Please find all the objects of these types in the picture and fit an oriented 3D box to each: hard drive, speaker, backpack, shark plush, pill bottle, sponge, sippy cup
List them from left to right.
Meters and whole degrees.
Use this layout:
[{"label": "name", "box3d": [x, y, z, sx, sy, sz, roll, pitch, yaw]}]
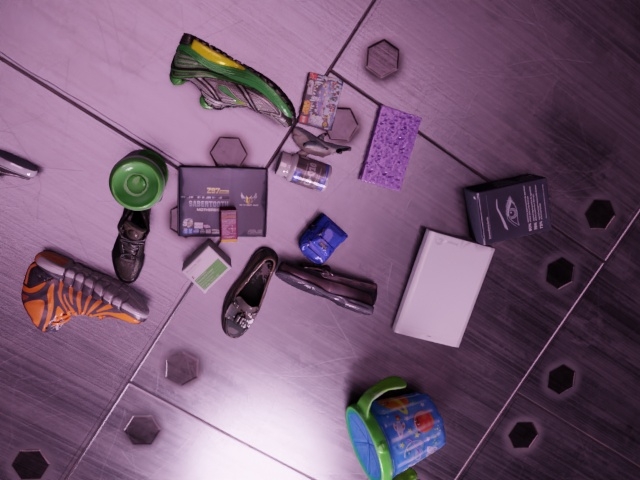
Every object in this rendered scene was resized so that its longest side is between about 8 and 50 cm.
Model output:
[{"label": "speaker", "box3d": [-0.428, -0.148, 1.717, 0.131, 0.296, 0.131, -2, 101, -10]}, {"label": "pill bottle", "box3d": [-0.046, -0.182, 1.893, 0.137, 0.078, 0.078, 17, 97, -13]}, {"label": "backpack", "box3d": [0.000, 0.000, 1.926, 0.098, 0.101, 0.120, 43, 93, -8]}, {"label": "shark plush", "box3d": [0.006, -0.260, 1.902, 0.161, 0.073, 0.067, 4, 70, -6]}, {"label": "sponge", "box3d": [0.188, -0.248, 1.947, 0.117, 0.031, 0.210, 14, 97, -13]}, {"label": "sippy cup", "box3d": [0.218, 0.536, 2.017, 0.224, 0.305, 0.240, -16, 59, -17]}, {"label": "hard drive", "box3d": [0.346, 0.136, 2.034, 0.203, 0.040, 0.307, 15, 103, -13]}]

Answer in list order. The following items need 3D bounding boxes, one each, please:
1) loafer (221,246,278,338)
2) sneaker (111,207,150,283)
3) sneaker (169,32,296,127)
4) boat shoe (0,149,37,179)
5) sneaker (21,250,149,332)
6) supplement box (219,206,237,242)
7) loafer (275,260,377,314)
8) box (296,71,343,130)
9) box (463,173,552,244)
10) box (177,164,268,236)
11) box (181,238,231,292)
[{"label": "loafer", "box3d": [-0.192, 0.145, 1.926, 0.096, 0.084, 0.267, 24, 96, -14]}, {"label": "sneaker", "box3d": [-0.483, 0.008, 1.827, 0.087, 0.130, 0.227, 13, 100, -11]}, {"label": "sneaker", "box3d": [-0.216, -0.376, 1.813, 0.344, 0.134, 0.146, 29, 101, -5]}, {"label": "boat shoe", "box3d": [-0.812, -0.185, 1.757, 0.229, 0.080, 0.076, 20, 103, -12]}, {"label": "sneaker", "box3d": [-0.611, 0.171, 1.850, 0.321, 0.124, 0.180, 28, 99, -3]}, {"label": "supplement box", "box3d": [-0.235, -0.041, 1.837, 0.043, 0.055, 0.083, -2, 104, -11]}, {"label": "loafer", "box3d": [0.021, 0.111, 1.962, 0.303, 0.109, 0.095, 25, 76, -20]}, {"label": "box", "box3d": [-0.001, -0.364, 1.892, 0.094, 0.027, 0.136, 12, 99, -11]}, {"label": "box", "box3d": [0.517, -0.089, 1.996, 0.207, 0.108, 0.153, -11, 103, -7]}, {"label": "box", "box3d": [-0.255, -0.102, 1.880, 0.233, 0.059, 0.183, 1, 100, -11]}, {"label": "box", "box3d": [-0.296, 0.065, 1.883, 0.101, 0.102, 0.087, -44, 103, 1]}]
